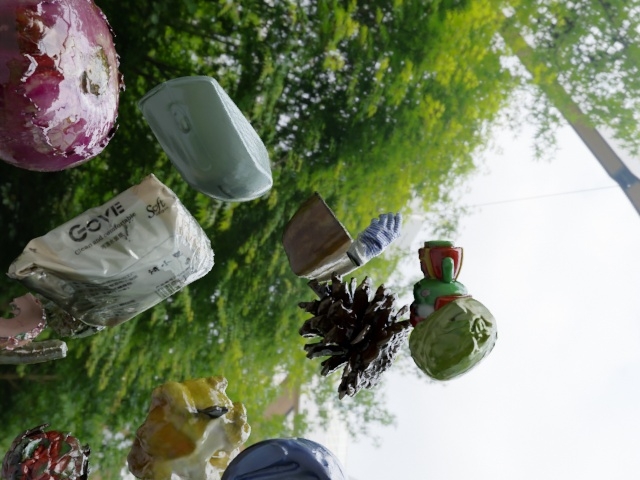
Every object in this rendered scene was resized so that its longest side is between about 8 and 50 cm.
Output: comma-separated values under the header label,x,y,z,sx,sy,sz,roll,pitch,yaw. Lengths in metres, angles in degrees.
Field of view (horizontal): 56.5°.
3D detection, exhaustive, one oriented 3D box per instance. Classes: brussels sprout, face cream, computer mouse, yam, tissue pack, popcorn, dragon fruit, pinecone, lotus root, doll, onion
label,x,y,z,sx,sy,sz,roll,pitch,yaw
brussels sprout,0.320,0.245,1.411,0.223,0.223,0.161,-57,-144,33
face cream,-0.069,0.527,1.199,0.225,0.248,0.249,59,29,-70
computer mouse,-0.153,-0.129,0.834,0.127,0.231,0.079,-14,-129,24
yam,-0.843,0.301,1.593,0.071,0.317,0.067,-13,-102,44
tissue pack,-0.441,0.046,1.340,0.195,0.375,0.390,52,-12,21
popcorn,-0.339,0.484,1.500,0.281,0.315,0.298,21,-41,65
dragon fruit,-0.614,0.511,1.341,0.182,0.188,0.182,-52,-160,28
pinecone,0.078,0.263,1.806,0.384,0.384,0.385,-23,-117,54
lotus root,0.000,0.000,2.146,0.250,0.316,0.316,-37,-134,13
doll,0.322,0.180,1.598,0.182,0.160,0.364,-173,-89,-80
onion,-0.541,-0.302,1.125,0.344,0.358,0.359,-16,-115,24

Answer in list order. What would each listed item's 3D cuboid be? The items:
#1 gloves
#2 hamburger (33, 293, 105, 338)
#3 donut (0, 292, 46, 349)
label,x,y,z,sx,sy,sz,roll,pitch,yaw
gloves,0.176,-0.008,1.843,0.097,0.119,0.229,16,-122,49
hamburger,-0.634,0.161,1.602,0.192,0.288,0.168,-20,-79,34
donut,-0.688,0.194,1.345,0.117,0.166,0.065,38,-55,9
